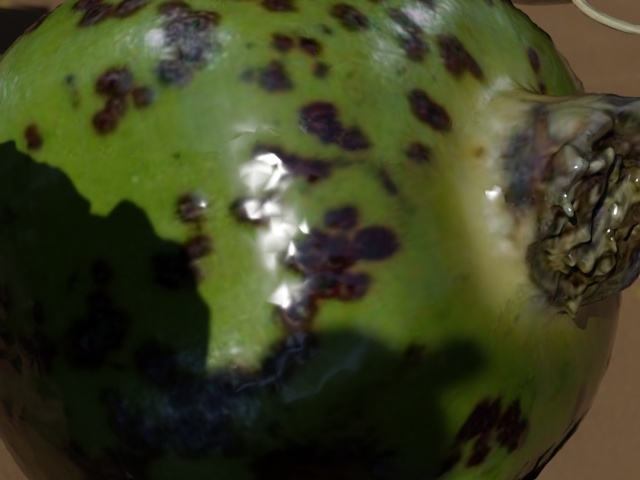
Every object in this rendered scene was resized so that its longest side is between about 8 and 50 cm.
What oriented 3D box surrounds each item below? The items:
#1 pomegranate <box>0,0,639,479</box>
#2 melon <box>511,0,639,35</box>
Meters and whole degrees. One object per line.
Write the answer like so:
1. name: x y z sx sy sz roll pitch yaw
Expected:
1. pomegranate: 0.000 0.000 0.548 0.270 0.254 0.254 -9 20 45
2. melon: 0.155 -0.297 1.019 0.272 0.272 0.308 18 70 3
